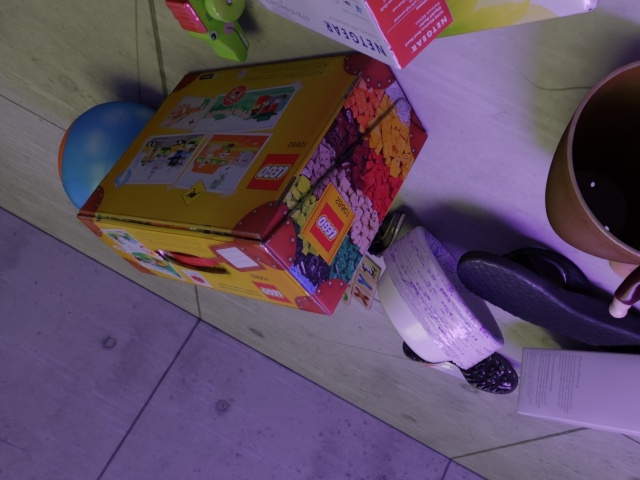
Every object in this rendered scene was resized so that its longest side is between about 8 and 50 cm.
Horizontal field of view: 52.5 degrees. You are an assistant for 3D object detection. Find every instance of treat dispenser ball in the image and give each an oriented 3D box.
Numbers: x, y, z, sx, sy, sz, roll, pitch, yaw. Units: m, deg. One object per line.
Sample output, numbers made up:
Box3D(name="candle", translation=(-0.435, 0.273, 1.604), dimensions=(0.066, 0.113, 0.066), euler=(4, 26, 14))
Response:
Box3D(name="treat dispenser ball", translation=(-0.441, -0.170, 1.471), dimensions=(0.288, 0.288, 0.288), euler=(25, 156, 12))

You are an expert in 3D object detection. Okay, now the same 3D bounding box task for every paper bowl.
Box3D(name="paper bowl", translation=(0.221, 0.124, 1.278), dimensions=(0.284, 0.148, 0.284), euler=(49, -165, -18))

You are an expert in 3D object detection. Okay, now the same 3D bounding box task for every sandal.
Box3D(name="sandal", translation=(0.447, 0.099, 1.236), dimensions=(0.445, 0.107, 0.167), euler=(24, 158, -18))

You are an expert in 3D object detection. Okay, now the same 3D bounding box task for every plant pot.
Box3D(name="plant pot", translation=(0.387, -0.065, 0.828), dimensions=(0.237, 0.237, 0.254), euler=(28, 170, 5))

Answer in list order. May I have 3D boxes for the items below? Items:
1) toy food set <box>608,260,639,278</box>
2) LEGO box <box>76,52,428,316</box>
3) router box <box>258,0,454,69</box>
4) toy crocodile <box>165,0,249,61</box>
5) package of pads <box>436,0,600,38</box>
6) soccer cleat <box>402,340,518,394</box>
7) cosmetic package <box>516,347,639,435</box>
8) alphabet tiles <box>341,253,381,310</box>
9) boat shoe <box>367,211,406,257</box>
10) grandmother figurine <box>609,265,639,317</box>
Box3D(name="toy food set", translation=(0.530, 0.043, 1.099), dimensions=(0.082, 0.020, 0.083), euler=(14, 153, 33))
Box3D(name="LEGO box", translation=(-0.128, -0.111, 1.120), dimensions=(0.500, 0.372, 0.193), euler=(8, 149, 42))
Box3D(name="router box", translation=(-0.039, -0.362, 0.696), dimensions=(0.335, 0.082, 0.301), euler=(43, 174, 48))
Box3D(name="toy crocodile", translation=(-0.205, -0.396, 0.953), dimensions=(0.115, 0.105, 0.340), euler=(26, 159, 34))
Box3D(name="package of pads", translation=(0.148, -0.352, 0.650), dimensions=(0.229, 0.101, 0.296), euler=(7, 148, 45))
Box3D(name="soccer cleat", translation=(0.384, 0.329, 1.776), dimensions=(0.318, 0.109, 0.116), euler=(17, 176, 23))
Box3D(name="cosmetic package", translation=(0.609, 0.314, 1.320), dimensions=(0.197, 0.155, 0.365), euler=(19, 164, -32))
Box3D(name="alphabet tiles", translation=(0.000, 0.000, 1.445), dimensions=(0.342, 0.011, 0.285), euler=(43, 152, 22))
Box3D(name="boat shoe", translation=(0.127, -0.016, 1.388), dimensions=(0.065, 0.075, 0.206), euler=(27, 161, 0))
Box3D(name="grandmother figurine", translation=(0.565, 0.076, 1.031), dimensions=(0.208, 0.104, 0.342), euler=(-23, 130, 13))
